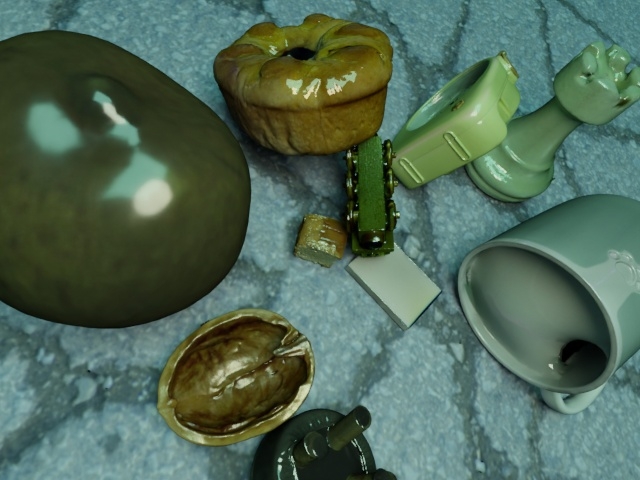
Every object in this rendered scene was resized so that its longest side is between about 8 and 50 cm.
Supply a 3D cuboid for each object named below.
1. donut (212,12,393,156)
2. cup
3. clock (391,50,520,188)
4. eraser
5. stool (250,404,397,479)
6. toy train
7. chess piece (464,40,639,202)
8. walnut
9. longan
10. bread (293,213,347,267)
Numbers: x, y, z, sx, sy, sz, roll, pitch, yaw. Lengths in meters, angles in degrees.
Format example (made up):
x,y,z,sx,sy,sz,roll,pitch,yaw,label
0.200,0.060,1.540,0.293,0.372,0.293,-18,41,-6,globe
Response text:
x,y,z,sx,sy,sz,roll,pitch,yaw,label
-0.029,-0.271,0.728,0.300,0.150,0.317,0,42,5,donut
0.437,0.113,0.722,0.275,0.259,0.356,-25,107,-24,cup
0.269,-0.245,0.820,0.096,0.235,0.308,44,58,-13,clock
0.128,0.070,0.755,0.150,0.023,0.104,46,63,7,eraser
-0.003,0.310,0.528,0.153,0.139,0.227,35,45,-10,stool
0.085,-0.072,0.728,0.090,0.137,0.225,-1,62,7,toy train
0.427,-0.214,0.807,0.195,0.299,0.194,6,67,-13,chess piece
-0.114,0.190,0.600,0.212,0.087,0.167,-19,69,-18,walnut
-0.263,-0.066,0.534,0.362,0.361,0.360,6,66,-13,longan
0.001,-0.002,0.720,0.084,0.076,0.070,16,68,-8,bread
